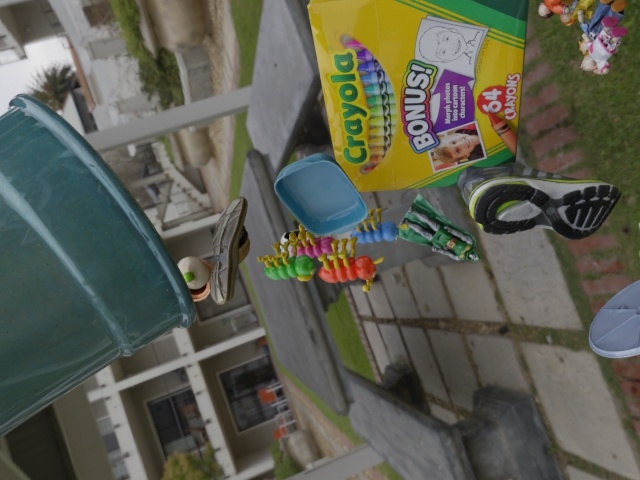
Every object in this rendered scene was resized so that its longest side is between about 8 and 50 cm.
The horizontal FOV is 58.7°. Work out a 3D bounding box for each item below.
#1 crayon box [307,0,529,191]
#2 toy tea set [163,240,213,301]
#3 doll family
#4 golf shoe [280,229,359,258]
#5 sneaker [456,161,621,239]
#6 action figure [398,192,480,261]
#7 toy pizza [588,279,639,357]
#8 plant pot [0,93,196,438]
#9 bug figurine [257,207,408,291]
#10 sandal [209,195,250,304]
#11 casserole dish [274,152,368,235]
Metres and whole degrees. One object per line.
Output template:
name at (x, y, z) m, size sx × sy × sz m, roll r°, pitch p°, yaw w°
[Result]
crayon box at (0.167, -0.253, 0.951) m, size 0.106 × 0.312 × 0.363 m, roll -83°, pitch -15°, yaw -45°
toy tea set at (-0.366, 0.104, 1.097) m, size 0.200 × 0.336 × 0.124 m, roll 56°, pitch -163°, yaw -10°
doll family at (0.593, -0.489, 1.254) m, size 0.263 × 0.118 × 0.163 m, roll 61°, pitch 173°, yaw 17°
golf shoe at (0.000, 0.000, 1.216) m, size 0.086 × 0.176 × 0.069 m, roll 86°, pitch 173°, yaw -67°
sneaker at (0.359, -0.080, 0.932) m, size 0.121 × 0.299 × 0.111 m, roll -113°, pitch 35°, yaw -49°
action figure at (0.329, -0.010, 1.530) m, size 0.137 × 0.232 × 0.063 m, roll -62°, pitch -3°, yaw 29°
toy pizza at (0.528, 0.122, 0.915) m, size 0.032 × 0.201 × 0.201 m, roll 48°, pitch 169°, yaw -5°
plant pot at (-0.380, 0.067, 0.634) m, size 0.341 × 0.334 × 0.341 m, roll 37°, pitch 150°, yaw 25°
bug figurine at (0.025, 0.018, 0.961) m, size 0.279 × 0.216 × 0.072 m, roll -44°, pitch -55°, yaw -64°
sandal at (-0.143, 0.017, 0.945) m, size 0.072 × 0.049 × 0.180 m, roll 3°, pitch 85°, yaw 50°
casserole dish at (0.003, -0.076, 0.922) m, size 0.188 × 0.114 × 0.037 m, roll 49°, pitch -153°, yaw -46°
